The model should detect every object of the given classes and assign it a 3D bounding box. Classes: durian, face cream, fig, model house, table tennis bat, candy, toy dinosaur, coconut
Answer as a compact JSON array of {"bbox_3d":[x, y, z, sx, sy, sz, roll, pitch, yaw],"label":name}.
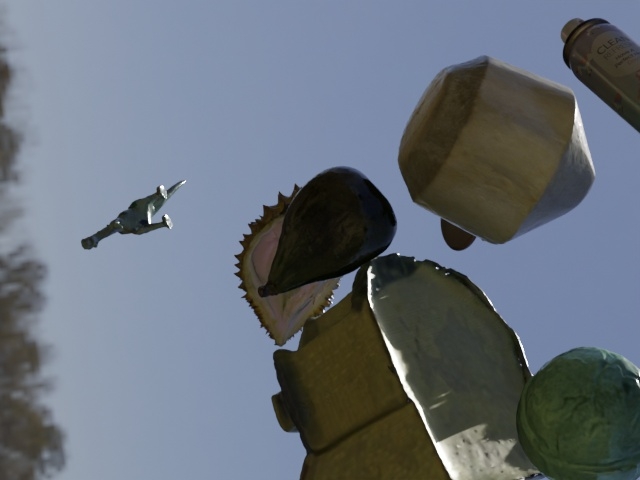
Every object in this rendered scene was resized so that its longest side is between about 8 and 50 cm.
[{"bbox_3d":[-0.031,0.006,2.423,0.249,0.183,0.138,-52,-160,23],"label":"durian"},{"bbox_3d":[0.337,-0.172,1.869,0.229,0.075,0.075,50,-33,44],"label":"face cream"},{"bbox_3d":[0.000,0.000,1.919,0.117,0.177,0.117,43,11,-11],"label":"fig"},{"bbox_3d":[0.090,0.217,2.097,0.266,0.261,0.321,-37,-113,33],"label":"model house"},{"bbox_3d":[0.170,-0.074,2.521,0.107,0.119,0.170,19,-80,61],"label":"table tennis bat"},{"bbox_3d":[0.220,0.233,1.550,0.440,0.119,0.119,92,-16,-57],"label":"candy"},{"bbox_3d":[-0.231,-0.028,2.129,0.044,0.106,0.187,61,16,-18],"label":"toy dinosaur"},{"bbox_3d":[0.210,-0.101,1.983,0.202,0.222,0.202,-63,-174,13],"label":"coconut"}]
